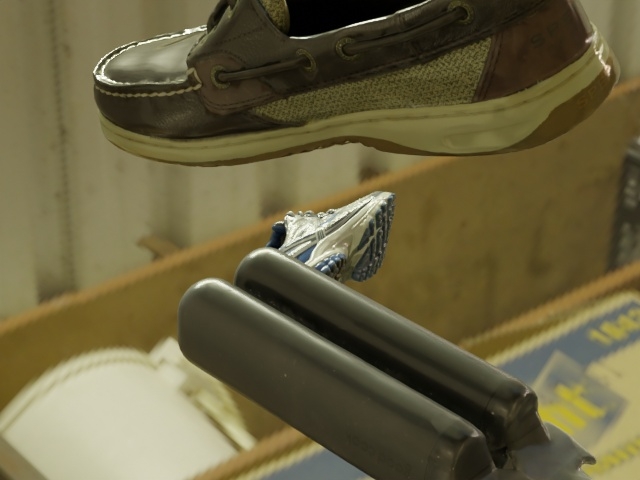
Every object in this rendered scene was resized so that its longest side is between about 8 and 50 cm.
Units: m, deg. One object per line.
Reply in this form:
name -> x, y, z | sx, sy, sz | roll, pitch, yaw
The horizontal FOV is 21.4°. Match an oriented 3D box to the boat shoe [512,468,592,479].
boat shoe -> 0.101, 0.162, 0.964 | 0.094, 0.109, 0.302 | -52, -31, 7

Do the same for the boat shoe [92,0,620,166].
boat shoe -> 0.000, -0.074, 0.611 | 0.080, 0.224, 0.073 | -46, -55, -39

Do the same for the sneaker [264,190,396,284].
sneaker -> 0.000, 0.000, 0.979 | 0.135, 0.058, 0.052 | -40, -33, -54

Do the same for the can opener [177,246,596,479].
can opener -> 0.055, 0.103, 0.741 | 0.076, 0.283, 0.095 | -30, -43, -41
